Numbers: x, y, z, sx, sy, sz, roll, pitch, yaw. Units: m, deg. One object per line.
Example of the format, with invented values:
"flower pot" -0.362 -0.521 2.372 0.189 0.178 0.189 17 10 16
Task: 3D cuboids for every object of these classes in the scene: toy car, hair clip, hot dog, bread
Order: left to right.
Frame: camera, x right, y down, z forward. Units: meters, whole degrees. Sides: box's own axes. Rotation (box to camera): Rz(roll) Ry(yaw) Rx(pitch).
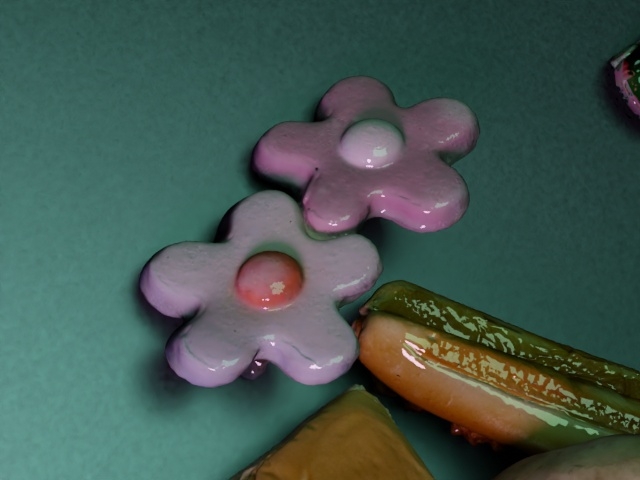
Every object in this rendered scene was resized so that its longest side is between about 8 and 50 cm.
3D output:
"hair clip" -0.001 -0.005 0.863 0.146 0.075 0.257 24 64 28
"bread" 0.012 0.153 0.821 0.125 0.082 0.106 -34 94 -23
"hot dog" 0.131 0.102 0.884 0.249 0.102 0.076 21 109 -12
"toy car" 0.270 -0.136 1.027 0.142 0.055 0.069 -41 95 -25

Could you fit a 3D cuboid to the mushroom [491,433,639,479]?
"mushroom" 0.184 0.229 0.796 0.254 0.184 0.255 0 78 0
